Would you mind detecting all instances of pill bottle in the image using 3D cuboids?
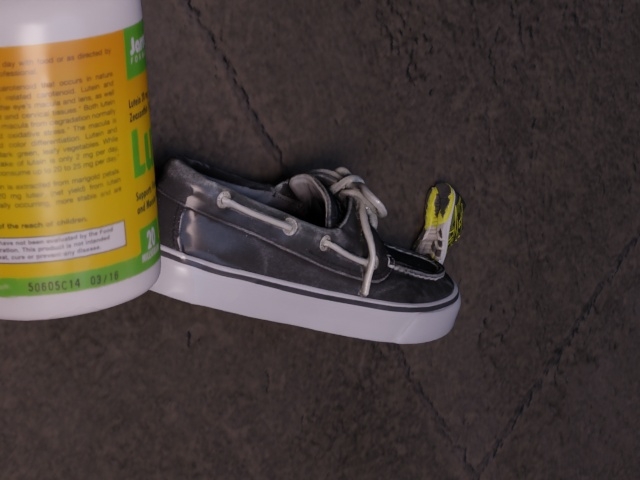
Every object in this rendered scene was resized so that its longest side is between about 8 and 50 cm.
[{"bbox_3d":[-0.169,-0.088,1.089,0.136,0.136,0.245,-20,114,-43],"label":"pill bottle"}]

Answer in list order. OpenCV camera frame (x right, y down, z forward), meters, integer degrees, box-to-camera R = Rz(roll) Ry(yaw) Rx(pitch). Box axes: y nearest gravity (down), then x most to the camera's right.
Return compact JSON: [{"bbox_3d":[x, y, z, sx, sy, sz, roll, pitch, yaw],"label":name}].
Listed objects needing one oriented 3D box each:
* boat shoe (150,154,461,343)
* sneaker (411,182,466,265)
[{"bbox_3d":[-0.003,-0.002,1.312,0.306,0.113,0.105,13,105,-39],"label":"boat shoe"},{"bbox_3d":[0.098,-0.003,1.481,0.035,0.031,0.083,19,85,-49],"label":"sneaker"}]
